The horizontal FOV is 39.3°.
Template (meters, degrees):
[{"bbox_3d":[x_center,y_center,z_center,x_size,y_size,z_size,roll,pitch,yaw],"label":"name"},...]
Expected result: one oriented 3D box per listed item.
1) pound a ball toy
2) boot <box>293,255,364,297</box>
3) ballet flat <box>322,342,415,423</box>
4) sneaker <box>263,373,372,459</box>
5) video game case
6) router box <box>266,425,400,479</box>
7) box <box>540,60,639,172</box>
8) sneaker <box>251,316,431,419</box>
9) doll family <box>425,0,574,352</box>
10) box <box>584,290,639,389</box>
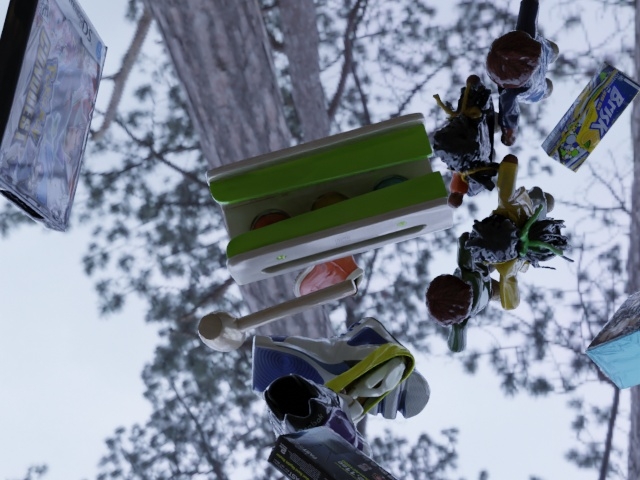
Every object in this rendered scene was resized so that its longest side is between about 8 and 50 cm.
[{"bbox_3d":[0.000,0.000,1.079,0.319,0.136,0.208,-16,-108,1],"label":"pound a ball toy"},{"bbox_3d":[0.013,0.061,1.290,0.059,0.158,0.084,-36,-106,-31],"label":"boot"},{"bbox_3d":[0.056,0.235,1.364,0.231,0.077,0.077,-36,-160,-24],"label":"ballet flat"},{"bbox_3d":[-0.024,0.215,1.191,0.107,0.124,0.283,-37,-163,-11],"label":"sneaker"},{"bbox_3d":[-0.338,-0.173,1.108,0.035,0.248,0.275,7,-104,4],"label":"video game case"},{"bbox_3d":[0.016,0.254,0.983,0.122,0.038,0.092,30,-165,32],"label":"router box"},{"bbox_3d":[0.430,-0.196,1.430,0.169,0.059,0.054,-56,-162,21],"label":"box"},{"bbox_3d":[0.034,0.220,1.608,0.315,0.127,0.182,9,-157,-1],"label":"sneaker"},{"bbox_3d":[0.094,-0.036,0.476,0.076,0.193,0.111,-3,-174,25],"label":"doll family"},{"bbox_3d":[0.373,0.072,0.890,0.060,0.244,0.100,46,-116,3],"label":"box"}]
